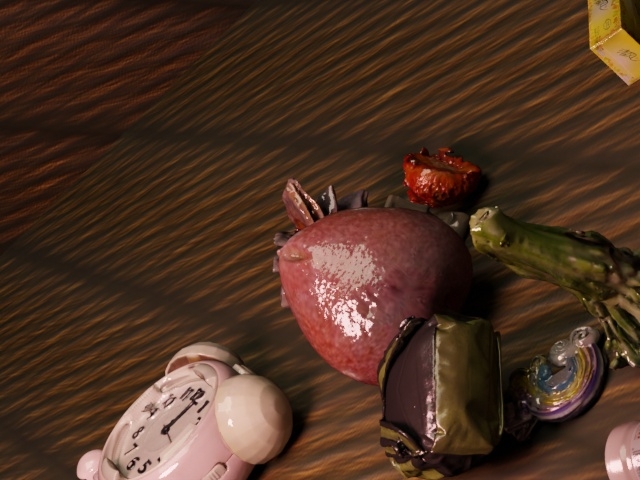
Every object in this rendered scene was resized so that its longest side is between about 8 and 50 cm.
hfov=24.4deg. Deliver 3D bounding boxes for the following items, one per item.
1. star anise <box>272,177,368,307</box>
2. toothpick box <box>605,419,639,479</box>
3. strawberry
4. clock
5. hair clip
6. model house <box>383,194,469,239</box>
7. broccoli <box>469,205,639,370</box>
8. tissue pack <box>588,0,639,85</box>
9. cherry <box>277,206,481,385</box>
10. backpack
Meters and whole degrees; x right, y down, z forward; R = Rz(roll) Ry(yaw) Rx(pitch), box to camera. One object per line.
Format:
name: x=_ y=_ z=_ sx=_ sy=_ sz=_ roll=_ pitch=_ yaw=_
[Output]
star anise: x=0.000 y=0.000 z=2.421 sx=0.229 sy=0.236 sz=0.093 roll=-43 pitch=37 yaw=-14
toothpick box: x=0.394 y=0.229 z=1.591 sx=0.149 sy=0.098 sz=0.098 roll=-25 pitch=37 yaw=45
strawberry: x=0.191 y=-0.098 z=2.374 sx=0.188 sy=0.121 sz=0.082 roll=-100 pitch=15 yaw=-77
clock: x=-0.211 y=0.330 z=2.396 sx=0.326 sy=0.184 sz=0.342 roll=-51 pitch=30 yaw=-7
hair clip: x=0.301 y=0.186 z=1.875 sx=0.172 sy=0.049 sz=0.116 roll=-39 pitch=41 yaw=9
model house: x=0.098 y=0.005 z=2.304 sx=0.229 sy=0.188 sz=0.122 roll=-32 pitch=48 yaw=38
broccoli: x=0.308 y=0.042 z=1.748 sx=0.165 sy=0.304 sz=0.145 roll=-46 pitch=21 yaw=54
tissue pack: x=0.452 y=-0.326 z=2.207 sx=0.062 sy=0.095 sz=0.176 roll=-34 pitch=31 yaw=33
cherry: x=0.081 y=0.075 z=2.124 sx=0.221 sy=0.307 sz=0.261 roll=77 pitch=-147 yaw=-77
backpack: x=0.144 y=0.210 z=1.921 sx=0.253 sy=0.140 sz=0.207 roll=125 pitch=150 yaw=-64
